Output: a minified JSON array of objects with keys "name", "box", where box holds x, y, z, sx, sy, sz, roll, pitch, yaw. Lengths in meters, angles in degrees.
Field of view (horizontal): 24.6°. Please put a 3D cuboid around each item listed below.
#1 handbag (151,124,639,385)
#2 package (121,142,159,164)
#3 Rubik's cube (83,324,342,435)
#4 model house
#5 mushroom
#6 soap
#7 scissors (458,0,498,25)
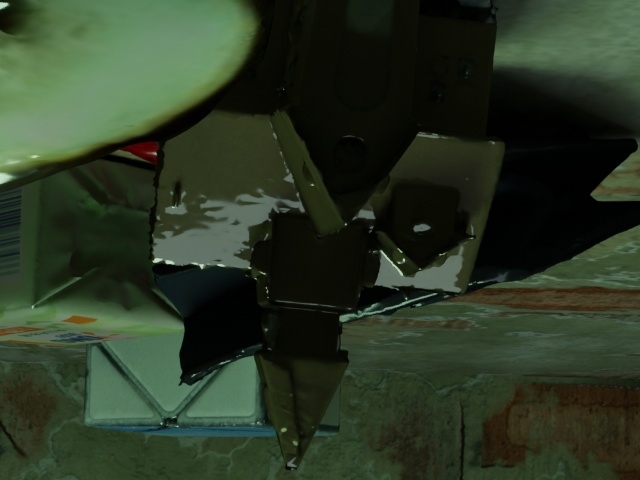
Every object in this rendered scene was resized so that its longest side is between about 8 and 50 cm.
[{"name":"handbag","box":[0.064,0.000,1.089,0.326,0.118,0.269,-18,177,35]},{"name":"package","box":[-0.061,-0.061,1.020,0.194,0.071,0.269,19,164,-37]},{"name":"Rubik's cube","box":[-0.106,0.097,1.507,0.205,0.207,0.205,-2,171,22]},{"name":"model house","box":[0.000,0.000,0.782,0.181,0.248,0.176,5,176,-9]},{"name":"mushroom","box":[-0.132,-0.112,0.487,0.190,0.164,0.267,-5,163,-22]},{"name":"soap","box":[-0.224,0.011,1.238,0.199,0.138,0.182,-9,166,41]},{"name":"scissors","box":[0.049,-0.146,0.643,0.191,0.029,0.360,-2,169,13]}]
